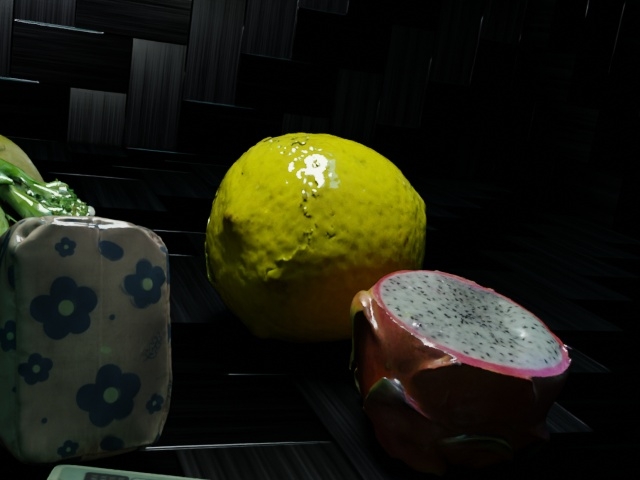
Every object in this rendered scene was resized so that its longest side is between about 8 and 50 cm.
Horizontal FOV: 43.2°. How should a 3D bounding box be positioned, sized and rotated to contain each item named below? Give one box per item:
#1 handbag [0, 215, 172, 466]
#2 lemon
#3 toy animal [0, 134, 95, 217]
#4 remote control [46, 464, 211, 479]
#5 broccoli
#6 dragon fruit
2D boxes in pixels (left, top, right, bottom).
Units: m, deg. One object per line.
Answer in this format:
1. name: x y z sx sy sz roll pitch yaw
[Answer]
1. handbag: -0.280 0.103 0.886 0.190 0.252 0.193 1 -2 -40
2. lemon: 0.000 0.000 1.295 0.387 0.350 0.349 10 9 -43
3. toy animal: -0.583 -0.062 1.548 0.180 0.363 0.181 -26 54 3
4. remote control: -0.119 0.262 0.762 0.285 0.038 0.123 7 13 -7
5. broccoli: -0.498 -0.015 1.219 0.307 0.275 0.308 -2 39 1
6. dragon fruit: 0.169 0.177 1.029 0.290 0.189 0.291 12 20 -5
